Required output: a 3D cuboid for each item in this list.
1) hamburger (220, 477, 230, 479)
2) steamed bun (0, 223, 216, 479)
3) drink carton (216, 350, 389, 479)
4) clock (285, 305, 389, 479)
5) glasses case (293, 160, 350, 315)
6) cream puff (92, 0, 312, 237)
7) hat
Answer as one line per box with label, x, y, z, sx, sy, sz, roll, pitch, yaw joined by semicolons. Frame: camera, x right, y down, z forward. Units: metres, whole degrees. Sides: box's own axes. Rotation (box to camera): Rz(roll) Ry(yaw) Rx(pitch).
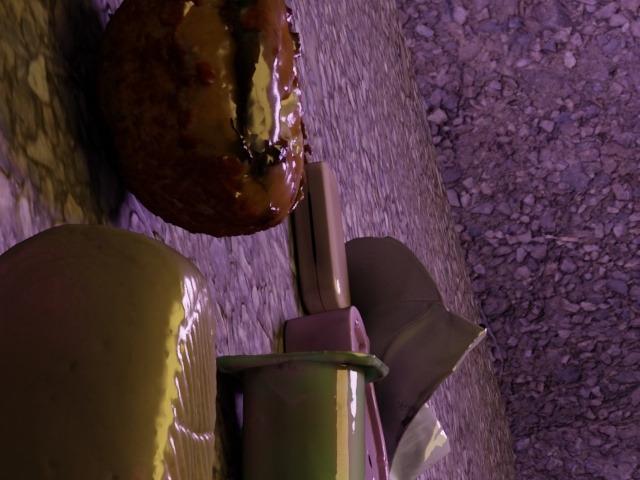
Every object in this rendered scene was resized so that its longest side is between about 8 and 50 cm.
hamburger;-0.061;0.294;1.043;0.259;0.145;0.283;-28;112;-76
steamed bun;-0.136;0.115;0.832;0.170;0.153;0.238;63;34;-79
drink carton;-0.012;0.180;1.442;0.146;0.144;0.142;50;37;-69
clock;0.005;0.191;1.666;0.290;0.080;0.275;54;27;-69
glasses case;0.000;0.000;1.908;0.083;0.050;0.196;55;26;-61
cream puff;-0.091;-0.114;1.245;0.240;0.164;0.240;3;90;-87
hat;0.066;0.139;1.949;0.301;0.168;0.257;58;-27;34
